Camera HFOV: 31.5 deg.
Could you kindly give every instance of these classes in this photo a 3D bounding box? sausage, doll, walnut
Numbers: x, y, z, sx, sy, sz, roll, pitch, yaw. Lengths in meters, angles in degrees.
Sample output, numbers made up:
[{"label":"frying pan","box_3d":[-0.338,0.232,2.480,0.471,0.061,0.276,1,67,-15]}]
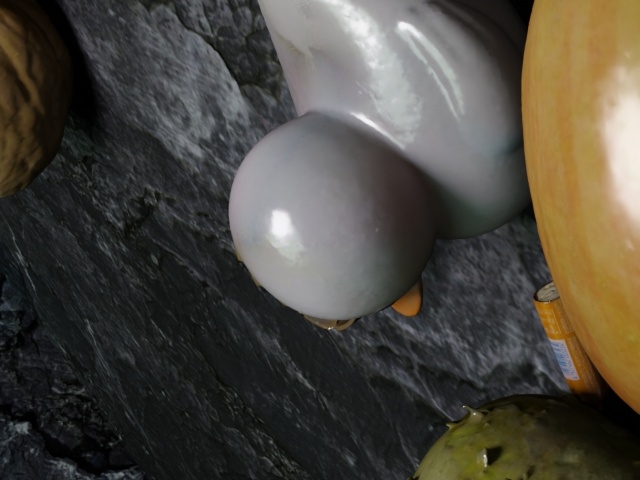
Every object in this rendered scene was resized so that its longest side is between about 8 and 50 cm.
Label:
[{"label":"sausage","box_3d":[0.185,0.079,0.822,0.031,0.031,0.107,12,132,58]},{"label":"doll","box_3d":[0.023,-0.066,0.720,0.221,0.221,0.251,16,135,56]},{"label":"walnut","box_3d":[-0.433,-0.191,1.370,0.277,0.252,0.313,33,154,20]}]

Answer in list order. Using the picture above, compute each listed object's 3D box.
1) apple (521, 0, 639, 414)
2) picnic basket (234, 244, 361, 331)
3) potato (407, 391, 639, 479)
[{"label":"apple","box_3d":[0.193,-0.045,0.431,0.242,0.242,0.241,5,113,61]},{"label":"picnic basket","box_3d":[0.000,0.000,0.933,0.128,0.138,0.178,42,147,27]},{"label":"potato","box_3d":[0.216,0.266,0.769,0.359,0.219,0.269,35,166,26]}]
